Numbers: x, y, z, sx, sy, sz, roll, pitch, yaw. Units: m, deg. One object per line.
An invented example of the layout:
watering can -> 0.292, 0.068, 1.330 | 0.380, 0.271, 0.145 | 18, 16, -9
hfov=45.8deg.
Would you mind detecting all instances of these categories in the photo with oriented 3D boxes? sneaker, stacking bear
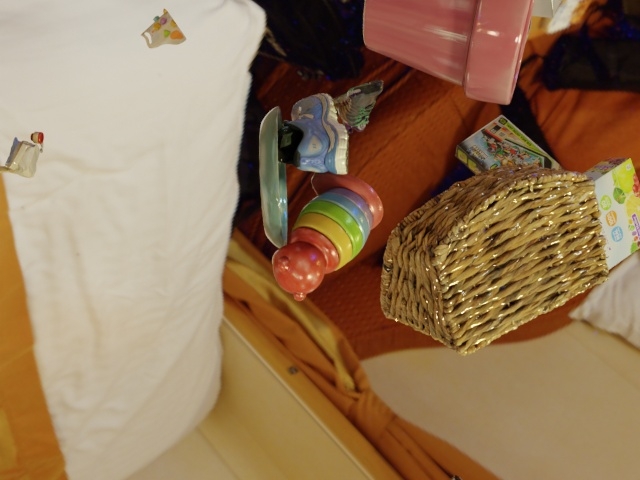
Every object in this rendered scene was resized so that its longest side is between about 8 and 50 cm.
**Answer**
sneaker -> 0.101, -0.306, 1.751 | 0.083, 0.098, 0.224 | -21, -174, -15
sneaker -> -0.035, -0.244, 1.689 | 0.147, 0.330, 0.129 | -3, 116, -10
stacking bear -> 0.000, 0.000, 1.608 | 0.289, 0.164, 0.175 | -51, 132, -38

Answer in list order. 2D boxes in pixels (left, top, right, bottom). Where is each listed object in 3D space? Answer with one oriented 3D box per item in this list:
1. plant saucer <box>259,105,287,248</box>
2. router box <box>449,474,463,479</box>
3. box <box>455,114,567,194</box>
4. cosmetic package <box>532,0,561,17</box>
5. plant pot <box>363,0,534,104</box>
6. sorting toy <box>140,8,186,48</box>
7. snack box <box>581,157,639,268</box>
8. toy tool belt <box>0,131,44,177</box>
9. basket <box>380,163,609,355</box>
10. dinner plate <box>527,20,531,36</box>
plant saucer -> -0.103, -0.135, 1.668 | 0.044, 0.317, 0.317 | -1, 142, 0
router box -> 0.266, 0.467, 0.980 | 0.081, 0.309, 0.243 | -52, 171, 8
box -> 0.355, -0.126, 1.364 | 0.114, 0.207, 0.036 | -35, 154, -14
cosmetic package -> 0.311, -0.570, 1.448 | 0.284, 0.377, 0.097 | -57, 145, -23
plant pot -> 0.152, -0.272, 0.878 | 0.201, 0.180, 0.201 | 14, 90, -77
sorting toy -> -0.331, -0.431, 1.562 | 0.075, 0.083, 0.045 | -35, 152, 0
snack box -> 0.525, -0.036, 1.449 | 0.207, 0.070, 0.174 | -32, 107, -14
toy tool belt -> -0.471, -0.139, 1.188 | 0.052, 0.051, 0.083 | 103, -5, -62
basket -> 0.238, 0.000, 1.137 | 0.299, 0.223, 0.213 | -24, 109, -19
dinner plate -> 0.400, -0.411, 1.590 | 0.017, 0.141, 0.141 | 23, 113, -16
